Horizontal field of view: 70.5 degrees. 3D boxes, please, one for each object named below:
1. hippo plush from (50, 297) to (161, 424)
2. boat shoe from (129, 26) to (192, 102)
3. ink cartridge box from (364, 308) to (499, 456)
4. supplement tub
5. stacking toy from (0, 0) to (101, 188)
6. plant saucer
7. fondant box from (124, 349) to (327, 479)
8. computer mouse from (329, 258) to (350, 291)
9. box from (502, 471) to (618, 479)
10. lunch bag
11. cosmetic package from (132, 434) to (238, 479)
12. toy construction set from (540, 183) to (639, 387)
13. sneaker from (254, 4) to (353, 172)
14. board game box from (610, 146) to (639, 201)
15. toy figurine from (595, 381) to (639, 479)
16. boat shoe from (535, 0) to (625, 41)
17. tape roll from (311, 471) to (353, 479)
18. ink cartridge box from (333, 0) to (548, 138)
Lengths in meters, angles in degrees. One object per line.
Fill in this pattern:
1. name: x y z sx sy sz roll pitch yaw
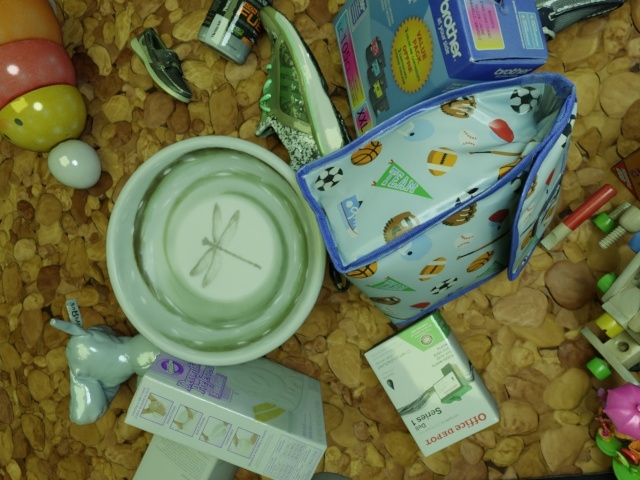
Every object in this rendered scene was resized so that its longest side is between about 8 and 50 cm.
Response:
1. hippo plush: -0.442 0.264 1.057 0.236 0.234 0.295 -4 105 -12
2. boat shoe: -0.371 -0.423 1.076 0.073 0.080 0.224 -45 72 18
3. ink cartridge box: 0.213 0.269 0.867 0.160 0.092 0.220 -35 79 15
4. supplement tub: -0.180 -0.499 0.993 0.116 0.117 0.191 31 100 16
5. stacking toy: -0.697 -0.342 1.104 0.350 0.350 0.480 -32 96 15
6. plant saucer: -0.181 0.018 0.824 0.399 0.100 0.401 0 92 9
7. fondant box: -0.159 0.299 0.857 0.330 0.238 0.096 24 98 -7
8. computer mouse: 0.000 0.000 0.945 0.071 0.041 0.242 -26 93 22
9. box: 0.376 0.673 0.708 0.471 0.297 0.481 -15 85 16
10. lunch bag: 0.214 -0.051 0.726 0.385 0.328 0.239 -29 60 8
11. cosmetic package: -0.274 0.486 0.974 0.155 0.197 0.366 30 97 17
12. toy construction set: 0.484 0.099 0.727 0.237 0.257 0.309 -48 62 25
13. sneaker: -0.074 -0.287 0.923 0.181 0.158 0.411 -25 77 12
14. board game box: 0.696 -0.099 0.572 0.356 0.356 0.356 -39 77 14
15. toy figurine: 0.491 0.289 0.712 0.130 0.173 0.159 -32 105 -6
16. boat shoe: 0.368 -0.362 0.819 0.340 0.127 0.158 -1 95 26
17. tape roll: 0.018 0.607 0.939 0.219 0.072 0.220 0 90 18
18. ink cartridge box: 0.183 -0.346 0.730 0.151 0.395 0.270 -10 85 -24
